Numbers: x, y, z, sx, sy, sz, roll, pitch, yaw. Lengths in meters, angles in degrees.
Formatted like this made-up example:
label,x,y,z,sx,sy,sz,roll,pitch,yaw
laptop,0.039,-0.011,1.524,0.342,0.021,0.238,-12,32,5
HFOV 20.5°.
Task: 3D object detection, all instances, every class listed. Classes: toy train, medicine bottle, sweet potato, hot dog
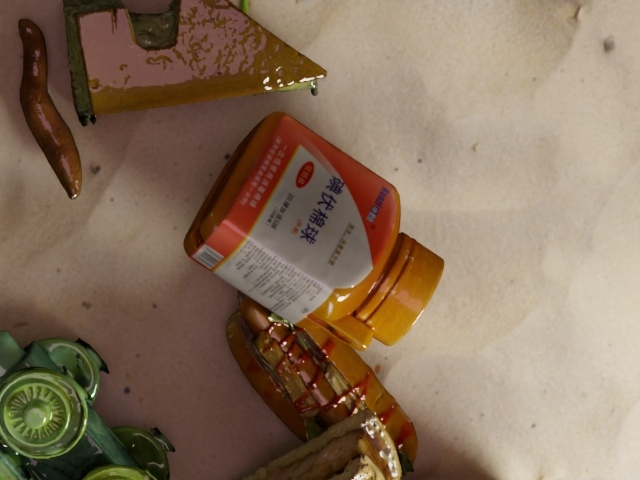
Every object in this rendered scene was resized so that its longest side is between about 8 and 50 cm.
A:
label,x,y,z,sx,sy,sz,roll,pitch,yaw
toy train,-0.261,0.218,1.686,0.188,0.159,0.271,-37,101,6
medicine bottle,0.000,0.000,1.684,0.222,0.112,0.149,33,63,-10
sweet potato,-0.265,-0.124,1.696,0.044,0.044,0.179,-17,92,-4
hot dog,-0.002,0.144,1.744,0.104,0.076,0.250,-37,102,1

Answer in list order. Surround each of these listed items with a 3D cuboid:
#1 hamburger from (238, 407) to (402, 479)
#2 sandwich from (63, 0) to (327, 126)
label,x,y,z,sx,sy,sz,roll,pitch,yaw
hamburger,-0.024,0.283,1.705,0.262,0.124,0.131,-32,115,27
sandwich,-0.121,-0.181,1.666,0.236,0.122,0.128,-9,102,-8
